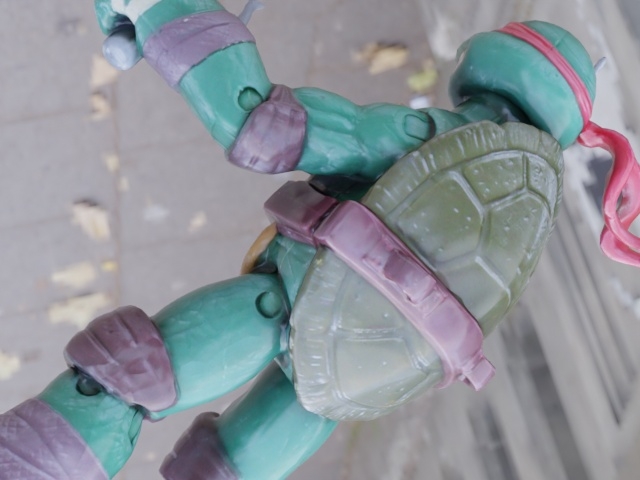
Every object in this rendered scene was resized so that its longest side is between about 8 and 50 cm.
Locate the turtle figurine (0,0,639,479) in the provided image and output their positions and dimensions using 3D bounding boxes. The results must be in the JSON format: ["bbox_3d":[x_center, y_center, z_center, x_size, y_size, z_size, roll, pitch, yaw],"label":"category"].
[{"bbox_3d":[0.000,0.000,0.508,0.234,0.118,0.175,-46,125,-12],"label":"turtle figurine"}]
